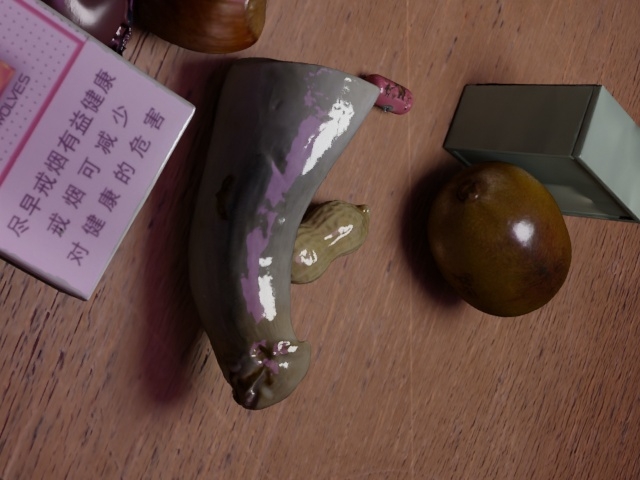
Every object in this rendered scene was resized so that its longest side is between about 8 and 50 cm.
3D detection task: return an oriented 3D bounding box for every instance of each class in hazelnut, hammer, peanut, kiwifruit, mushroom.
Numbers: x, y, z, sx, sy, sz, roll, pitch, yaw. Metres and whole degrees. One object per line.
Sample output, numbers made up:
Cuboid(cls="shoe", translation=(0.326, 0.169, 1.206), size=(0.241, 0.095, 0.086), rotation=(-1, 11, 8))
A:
Cuboid(cls="hazelnut", translation=(-0.123, -0.275, 1.196), size=(0.150, 0.150, 0.150), rotation=(-9, 103, -46))
Cuboid(cls="hammer", translation=(0.089, -0.193, 1.501), size=(0.083, 0.043, 0.043), rotation=(19, 82, -48))
Cuboid(cls="peanut", translation=(0.000, 0.000, 1.410), size=(0.187, 0.082, 0.082), rotation=(-35, 120, -39))
Cuboid(cls="kiwifruit", translation=(0.249, -0.005, 1.594), size=(0.234, 0.196, 0.196), rotation=(45, 64, -44))
Cuboid(cls="mushroom", translation=(-0.064, -0.010, 1.280), size=(0.126, 0.177, 0.397), rotation=(156, -51, -89))

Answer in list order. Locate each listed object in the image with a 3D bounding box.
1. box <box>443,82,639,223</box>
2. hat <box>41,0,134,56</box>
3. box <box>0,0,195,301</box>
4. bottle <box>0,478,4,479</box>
Cuboid(cls="box", translation=(0.342, -0.132, 1.646), size=(0.225, 0.225, 0.117), rotation=(33, 72, -45))
Cuboid(cls="hat", translation=(-0.250, -0.241, 1.096), size=(0.205, 0.089, 0.206), rotation=(-10, 104, -47))
Cuboid(cls="box", translation=(-0.300, -0.117, 0.984), size=(0.330, 0.095, 0.210), rotation=(33, 78, -29))
Cuboid(cls="bottle", translation=(-0.261, 0.313, 1.019), size=(0.206, 0.296, 0.173), rotation=(-4, 98, -46))
